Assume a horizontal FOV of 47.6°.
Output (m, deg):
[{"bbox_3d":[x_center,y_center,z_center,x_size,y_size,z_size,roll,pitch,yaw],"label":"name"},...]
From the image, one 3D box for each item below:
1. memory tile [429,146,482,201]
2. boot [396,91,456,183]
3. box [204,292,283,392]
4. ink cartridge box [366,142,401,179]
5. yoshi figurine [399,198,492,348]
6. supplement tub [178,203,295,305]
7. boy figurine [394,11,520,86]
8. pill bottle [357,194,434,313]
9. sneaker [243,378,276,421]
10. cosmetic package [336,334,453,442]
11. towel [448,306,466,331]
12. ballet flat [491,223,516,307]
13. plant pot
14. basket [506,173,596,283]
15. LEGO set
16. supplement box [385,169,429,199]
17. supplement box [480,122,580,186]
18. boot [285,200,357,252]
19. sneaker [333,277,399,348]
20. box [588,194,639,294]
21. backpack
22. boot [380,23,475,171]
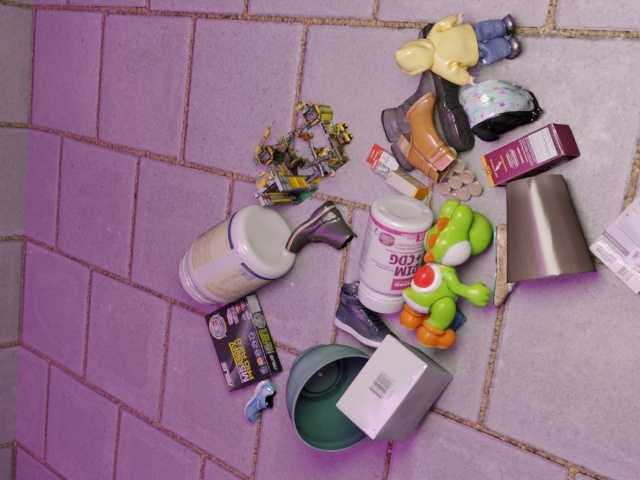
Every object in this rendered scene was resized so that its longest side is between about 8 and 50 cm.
[{"bbox_3d":[0.327,-0.160,1.813,0.148,0.012,0.113,52,138,-10],"label":"memory tile"},{"bbox_3d":[0.271,-0.245,1.743,0.152,0.073,0.197,50,147,24],"label":"boot"},{"bbox_3d":[-0.253,0.333,2.354,0.216,0.060,0.270,-28,77,37],"label":"box"},{"bbox_3d":[0.169,-0.213,1.973,0.115,0.029,0.062,40,118,29],"label":"ink cartridge box"},{"bbox_3d":[0.328,0.073,1.790,0.204,0.203,0.362,17,113,10],"label":"yoshi figurine"},{"bbox_3d":[-0.260,0.053,2.219,0.325,0.235,0.235,-29,76,38],"label":"supplement tub"},{"bbox_3d":[0.314,-0.436,1.685,0.285,0.092,0.177,-15,86,-3],"label":"boy figurine"},{"bbox_3d":[0.186,0.038,1.873,0.160,0.160,0.283,34,130,32],"label":"pill bottle"},{"bbox_3d":[-0.190,0.524,2.321,0.073,0.063,0.162,39,117,27],"label":"sneaker"},{"bbox_3d":[0.192,0.381,1.845,0.138,0.225,0.224,38,92,32],"label":"cosmetic package"},{"bbox_3d":[0.322,0.217,1.890,0.067,0.029,0.119,52,124,24],"label":"towel"},{"bbox_3d":[0.450,0.063,1.747,0.067,0.073,0.206,3,101,20],"label":"ballet flat"},{"bbox_3d":[0.025,0.408,2.018,0.196,0.293,0.293,-141,59,-61],"label":"plant pot"},{"bbox_3d":[0.504,-0.027,1.643,0.204,0.154,0.226,-11,84,40],"label":"basket"},{"bbox_3d":[-0.088,-0.242,2.075,0.331,0.192,0.254,-26,78,38],"label":"LEGO set"},{"bbox_3d":[0.229,-0.147,1.909,0.098,0.062,0.036,38,117,30],"label":"supplement box"},{"bbox_3d":[0.482,-0.194,1.668,0.188,0.104,0.080,-26,78,38],"label":"supplement box"},{"bbox_3d":[0.000,0.000,2.095,0.198,0.077,0.137,-47,71,24],"label":"boot"},{"bbox_3d":[0.136,0.194,2.004,0.226,0.086,0.163,24,112,37],"label":"sneaker"},{"bbox_3d":[0.695,0.000,1.556,0.145,0.038,0.186,49,123,24],"label":"box"},{"bbox_3d":[0.403,-0.302,1.673,0.152,0.182,0.115,-33,74,38],"label":"backpack"},{"bbox_3d":[0.242,-0.356,1.841,0.223,0.118,0.338,-13,87,41],"label":"boot"}]
